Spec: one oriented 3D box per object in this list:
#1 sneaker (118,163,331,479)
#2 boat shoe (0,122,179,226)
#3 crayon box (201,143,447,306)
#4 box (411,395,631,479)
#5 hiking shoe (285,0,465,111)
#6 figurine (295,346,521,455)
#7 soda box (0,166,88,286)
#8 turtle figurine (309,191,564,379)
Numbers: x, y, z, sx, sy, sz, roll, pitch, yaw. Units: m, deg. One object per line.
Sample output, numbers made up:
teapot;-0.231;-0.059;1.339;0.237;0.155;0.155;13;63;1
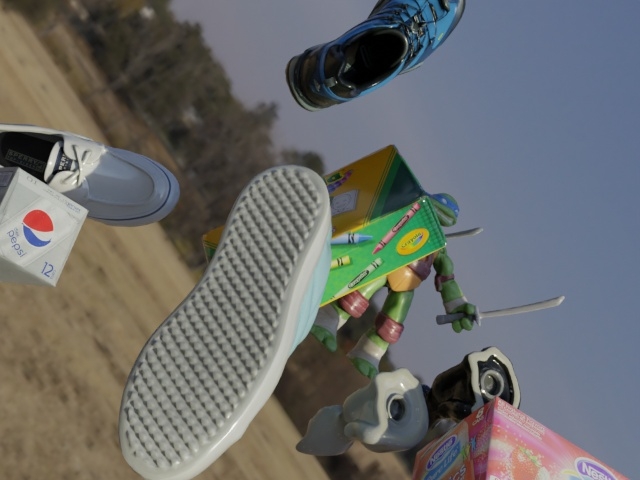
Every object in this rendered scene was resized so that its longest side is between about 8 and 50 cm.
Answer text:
sneaker;-0.072;0.104;1.271;0.135;0.366;0.150;17;-32;22
boat shoe;-0.295;-0.079;1.483;0.258;0.095;0.084;11;-9;14
crayon box;0.000;0.000;1.566;0.081;0.278;0.165;63;2;-29
box;0.254;0.323;1.385;0.300;0.154;0.142;32;43;-14
hiking shoe;0.102;-0.265;1.716;0.132;0.304;0.113;6;-50;60
figurine;0.094;0.207;1.503;0.209;0.215;0.092;-34;-112;57
soda box;-0.377;-0.016;1.343;0.286;0.091;0.098;2;-25;45
turtle figurine;0.125;0.069;1.702;0.275;0.266;0.198;42;4;28
